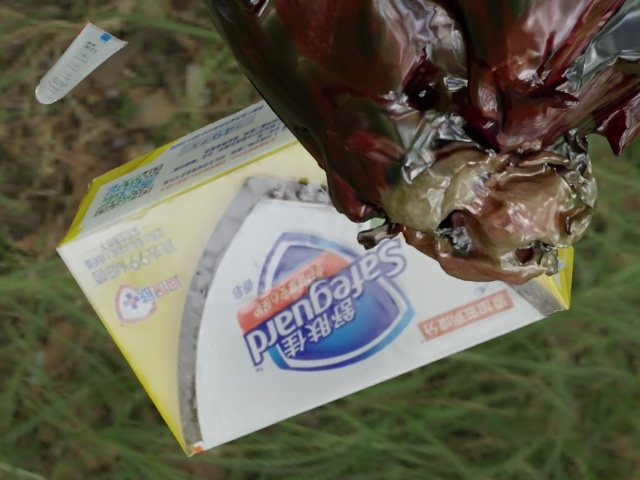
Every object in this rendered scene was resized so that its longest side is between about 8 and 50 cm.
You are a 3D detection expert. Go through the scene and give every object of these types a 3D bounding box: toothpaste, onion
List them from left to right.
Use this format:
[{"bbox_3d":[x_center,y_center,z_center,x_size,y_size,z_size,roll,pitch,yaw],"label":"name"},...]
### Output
[{"bbox_3d":[-0.262,-0.187,1.980,0.048,0.190,0.031,28,62,-19],"label":"toothpaste"},{"bbox_3d":[0.065,-0.147,0.635,0.221,0.281,0.281,11,88,-13],"label":"onion"}]

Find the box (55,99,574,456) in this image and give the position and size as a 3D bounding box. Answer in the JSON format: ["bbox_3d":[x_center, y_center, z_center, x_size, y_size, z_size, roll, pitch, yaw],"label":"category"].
[{"bbox_3d":[0.000,0.000,1.105,0.168,0.265,0.097,62,20,-19],"label":"box"}]
